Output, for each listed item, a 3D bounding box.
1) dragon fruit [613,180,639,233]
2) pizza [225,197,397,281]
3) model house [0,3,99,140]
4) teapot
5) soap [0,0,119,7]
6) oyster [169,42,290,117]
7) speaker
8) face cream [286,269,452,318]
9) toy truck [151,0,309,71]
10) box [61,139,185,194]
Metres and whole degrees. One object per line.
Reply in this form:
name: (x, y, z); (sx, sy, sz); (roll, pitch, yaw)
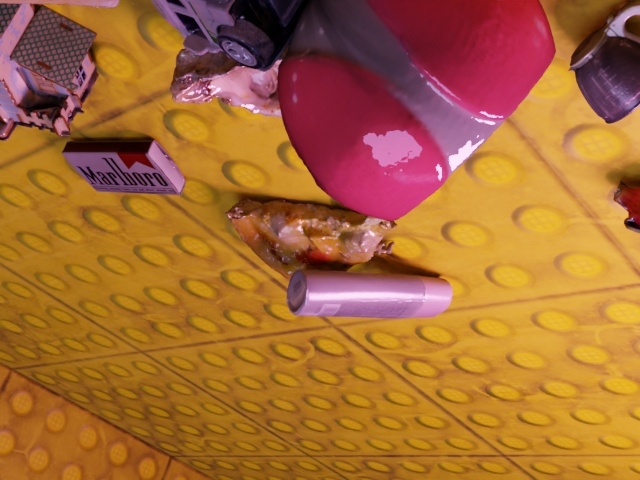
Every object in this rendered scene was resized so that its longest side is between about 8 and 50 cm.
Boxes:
dragon fruit: (0.437, -0.040, 1.166); (0.116, 0.086, 0.081); (13, -171, 23)
pizza: (0.000, 0.000, 1.474); (0.280, 0.075, 0.288); (37, 146, -31)
model house: (-0.452, -0.262, 1.184); (0.271, 0.178, 0.206); (15, 149, 12)
teapot: (0.328, -0.199, 0.972); (0.091, 0.124, 0.092); (40, -171, -7)
soap: (-0.349, -0.331, 0.934); (0.315, 0.091, 0.199); (-5, 162, -29)
oyster: (-0.073, -0.217, 1.142); (0.233, 0.107, 0.161); (0, 150, -5)
speaker: (0.090, -0.160, 0.924); (0.294, 0.294, 0.294); (13, 150, 8)
face cream: (0.082, 0.093, 1.500); (0.269, 0.073, 0.107); (4, 161, -23)
toy truck: (-0.128, -0.321, 0.834); (0.178, 0.176, 0.363); (22, 164, 32)
box: (-0.325, -0.122, 1.483); (0.178, 0.036, 0.115); (3, 147, 25)
